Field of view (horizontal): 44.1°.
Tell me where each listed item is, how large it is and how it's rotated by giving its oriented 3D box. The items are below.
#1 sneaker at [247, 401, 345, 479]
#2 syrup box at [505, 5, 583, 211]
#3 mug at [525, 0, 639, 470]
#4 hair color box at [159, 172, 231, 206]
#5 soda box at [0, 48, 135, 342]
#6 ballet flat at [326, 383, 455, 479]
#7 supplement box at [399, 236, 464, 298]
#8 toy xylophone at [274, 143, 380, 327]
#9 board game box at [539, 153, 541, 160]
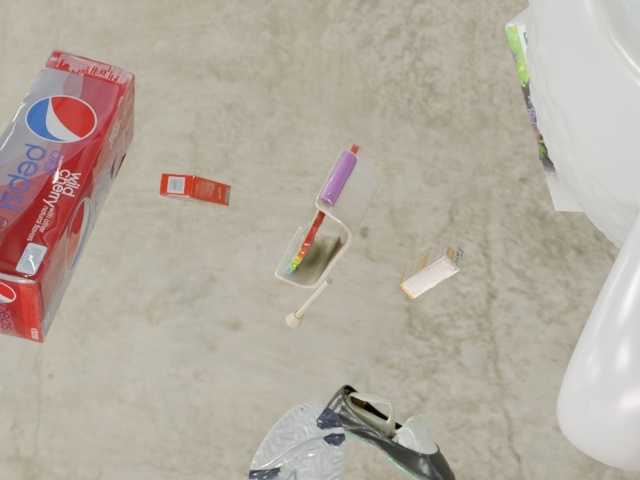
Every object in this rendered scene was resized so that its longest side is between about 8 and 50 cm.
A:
[{"bbox_3d":[-0.037,0.295,0.815,0.094,0.153,0.235,10,59,-3],"label":"sneaker"},{"bbox_3d":[0.296,-0.152,0.878,0.093,0.096,0.237,4,125,45],"label":"syrup box"},{"bbox_3d":[0.224,-0.055,0.399,0.276,0.328,0.374,27,99,27],"label":"mug"},{"bbox_3d":[-0.231,-0.093,1.469,0.072,0.141,0.043,5,89,23],"label":"hair color box"},{"bbox_3d":[-0.237,-0.047,0.689,0.092,0.083,0.263,108,175,-49],"label":"soda box"},{"bbox_3d":[0.134,0.357,1.471,0.280,0.095,0.096,26,108,21],"label":"ballet flat"},{"bbox_3d":[0.178,0.045,1.263,0.098,0.062,0.036,-35,103,31],"label":"supplement box"},{"bbox_3d":[0.000,0.000,1.287,0.236,0.081,0.323,-64,3,-36],"label":"toy xylophone"},{"bbox_3d":[0.428,-0.185,1.309,0.133,0.169,0.033,-7,57,12],"label":"board game box"}]
